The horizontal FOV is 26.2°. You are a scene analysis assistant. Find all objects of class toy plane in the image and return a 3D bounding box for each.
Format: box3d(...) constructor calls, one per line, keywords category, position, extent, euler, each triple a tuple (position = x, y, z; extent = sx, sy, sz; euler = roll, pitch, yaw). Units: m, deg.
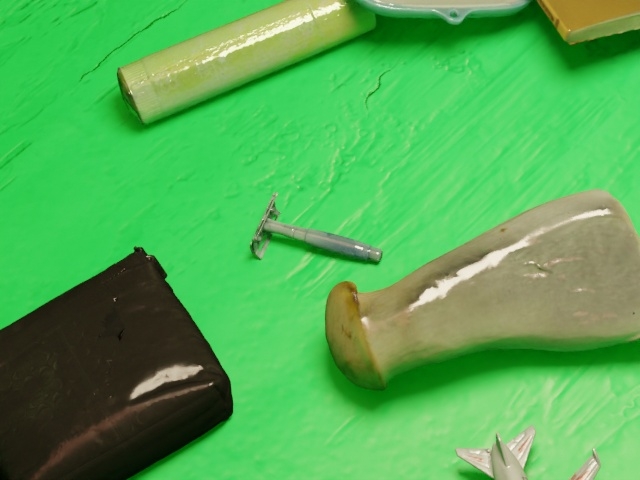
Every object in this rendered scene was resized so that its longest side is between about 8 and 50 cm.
box3d(category="toy plane", position=(0.183, 0.247, 1.227), extent=(0.162, 0.065, 0.171), euler=(-17, 57, -2))

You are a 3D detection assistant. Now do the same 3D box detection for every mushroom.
box3d(category="mushroom", position=(0.167, 0.059, 1.322), extent=(0.329, 0.122, 0.159), euler=(-19, 47, -2))

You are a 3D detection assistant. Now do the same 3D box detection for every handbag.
box3d(category="handbag", position=(-0.232, 0.135, 1.368), extent=(0.247, 0.080, 0.223), euler=(-29, 56, -10))

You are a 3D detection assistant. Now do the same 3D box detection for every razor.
box3d(category="razor", position=(0.000, 0.000, 1.447), extent=(0.135, 0.040, 0.068), euler=(16, 62, 12))

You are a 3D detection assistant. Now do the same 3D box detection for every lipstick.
box3d(category="lipstick", position=(-0.085, -0.219, 1.580), extent=(0.304, 0.076, 0.076), euler=(-22, 56, -6))

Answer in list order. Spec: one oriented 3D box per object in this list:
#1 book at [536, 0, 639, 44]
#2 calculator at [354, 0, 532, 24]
box3d(category="book", position=(0.316, -0.385, 1.592), extent=(0.269, 0.032, 0.389), euler=(-14, 53, -14))
box3d(category="calculator", position=(0.118, -0.382, 1.621), extent=(0.256, 0.054, 0.386), euler=(-2, 49, -11))
